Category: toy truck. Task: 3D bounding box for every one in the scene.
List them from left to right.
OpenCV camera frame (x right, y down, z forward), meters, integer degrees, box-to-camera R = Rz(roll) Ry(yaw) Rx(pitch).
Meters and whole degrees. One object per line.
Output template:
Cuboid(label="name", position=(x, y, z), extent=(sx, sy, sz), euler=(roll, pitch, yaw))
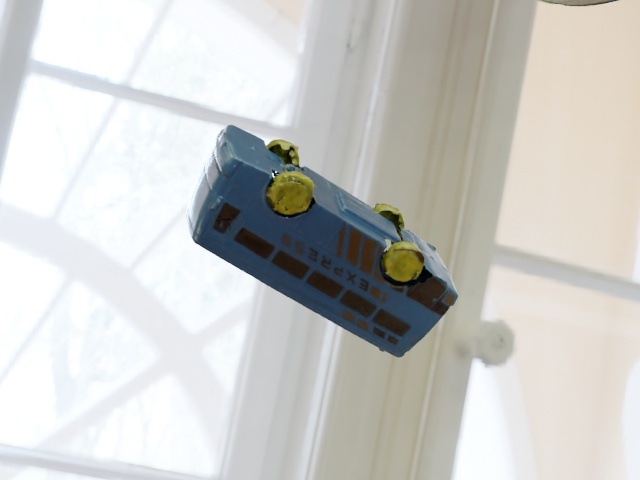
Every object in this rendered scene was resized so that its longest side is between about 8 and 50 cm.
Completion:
Cuboid(label="toy truck", position=(0.000, 0.000, 1.593), extent=(0.385, 0.162, 0.161), euler=(31, 17, -22))

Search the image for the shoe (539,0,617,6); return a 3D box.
Cuboid(label="shoe", position=(0.209, -0.294, 1.218), extent=(0.265, 0.095, 0.110), euler=(5, 17, 13))
